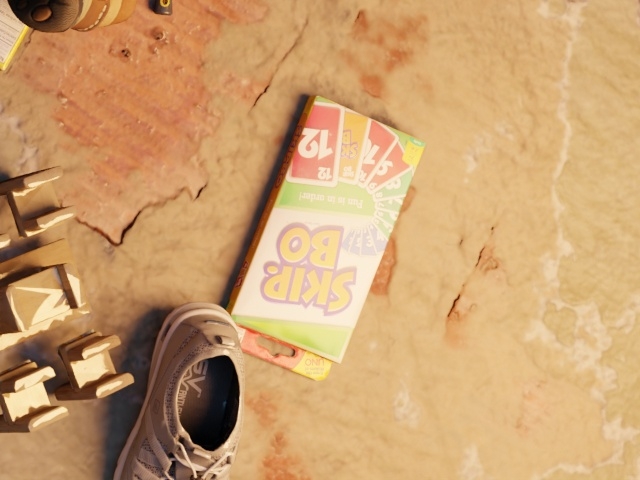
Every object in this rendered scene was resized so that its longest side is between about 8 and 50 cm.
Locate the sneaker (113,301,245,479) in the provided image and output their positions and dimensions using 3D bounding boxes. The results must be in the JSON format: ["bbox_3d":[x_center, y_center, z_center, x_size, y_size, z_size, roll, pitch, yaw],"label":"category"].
[{"bbox_3d":[-0.131,0.203,1.675,0.105,0.115,0.281,4,99,-17],"label":"sneaker"}]

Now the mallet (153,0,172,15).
[{"bbox_3d":[-0.151,-0.312,1.702,0.062,0.039,0.190,11,93,-17],"label":"mallet"}]

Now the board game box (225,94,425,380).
[{"bbox_3d":[0.000,0.000,1.759,0.124,0.039,0.259,22,88,-15],"label":"board game box"}]

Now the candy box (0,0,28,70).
[{"bbox_3d":[-0.355,-0.252,1.643,0.206,0.027,0.105,31,84,-15],"label":"candy box"}]

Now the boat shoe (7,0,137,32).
[{"bbox_3d":[-0.235,-0.344,1.643,0.120,0.122,0.324,0,82,-49],"label":"boat shoe"}]

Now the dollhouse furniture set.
[{"bbox_3d":[-0.330,0.074,1.630,0.242,0.161,0.212,-24,99,-37],"label":"dollhouse furniture set"}]
